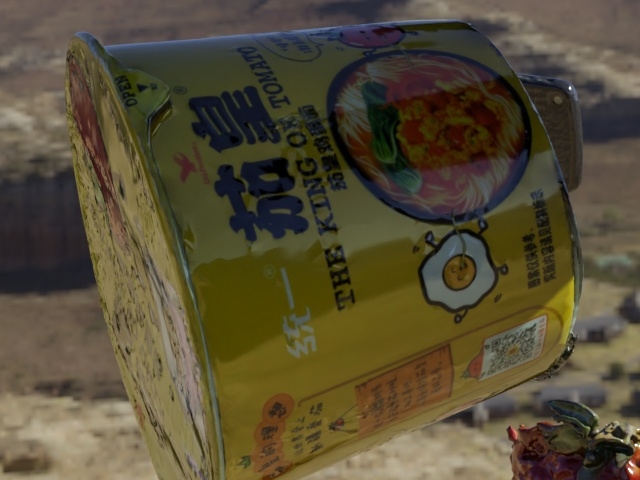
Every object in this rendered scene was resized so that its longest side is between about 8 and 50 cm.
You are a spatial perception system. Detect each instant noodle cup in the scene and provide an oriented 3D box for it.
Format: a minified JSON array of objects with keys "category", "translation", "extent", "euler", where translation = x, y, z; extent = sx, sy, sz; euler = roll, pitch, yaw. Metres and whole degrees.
[{"category":"instant noodle cup","translation":[0.000,0.000,0.536],"extent":[0.144,0.182,0.182],"euler":[-14,10,-16]}]

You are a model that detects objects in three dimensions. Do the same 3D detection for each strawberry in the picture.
[{"category":"strawberry","translation":[0.209,0.209,1.047],"extent":[0.175,0.106,0.236],"euler":[4,-27,36]}]

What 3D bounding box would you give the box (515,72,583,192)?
[{"category":"box","translation":[0.205,-0.110,1.504],"extent":[0.125,0.126,0.027],"euler":[12,36,32]}]
